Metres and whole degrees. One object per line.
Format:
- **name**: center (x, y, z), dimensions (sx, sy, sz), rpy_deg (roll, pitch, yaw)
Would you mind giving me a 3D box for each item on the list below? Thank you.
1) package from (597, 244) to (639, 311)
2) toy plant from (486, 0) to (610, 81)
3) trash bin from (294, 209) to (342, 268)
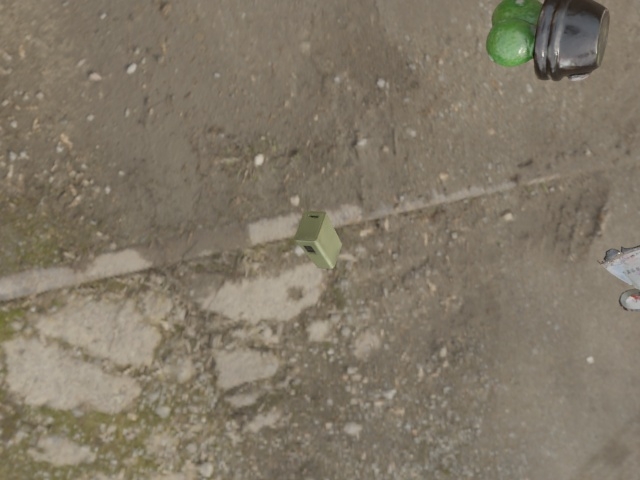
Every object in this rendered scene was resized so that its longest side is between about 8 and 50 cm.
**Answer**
- **package**: center (0.612, 0.049, 1.354), dimensions (0.270, 0.071, 0.194), rpy_deg (-18, 132, 32)
- **toy plant**: center (0.431, -0.404, 1.584), dimensions (0.235, 0.218, 0.175), rpy_deg (12, 128, 24)
- **trash bin**: center (0.000, 0.000, 1.358), dimensions (0.043, 0.060, 0.092), rpy_deg (3, 149, 28)
